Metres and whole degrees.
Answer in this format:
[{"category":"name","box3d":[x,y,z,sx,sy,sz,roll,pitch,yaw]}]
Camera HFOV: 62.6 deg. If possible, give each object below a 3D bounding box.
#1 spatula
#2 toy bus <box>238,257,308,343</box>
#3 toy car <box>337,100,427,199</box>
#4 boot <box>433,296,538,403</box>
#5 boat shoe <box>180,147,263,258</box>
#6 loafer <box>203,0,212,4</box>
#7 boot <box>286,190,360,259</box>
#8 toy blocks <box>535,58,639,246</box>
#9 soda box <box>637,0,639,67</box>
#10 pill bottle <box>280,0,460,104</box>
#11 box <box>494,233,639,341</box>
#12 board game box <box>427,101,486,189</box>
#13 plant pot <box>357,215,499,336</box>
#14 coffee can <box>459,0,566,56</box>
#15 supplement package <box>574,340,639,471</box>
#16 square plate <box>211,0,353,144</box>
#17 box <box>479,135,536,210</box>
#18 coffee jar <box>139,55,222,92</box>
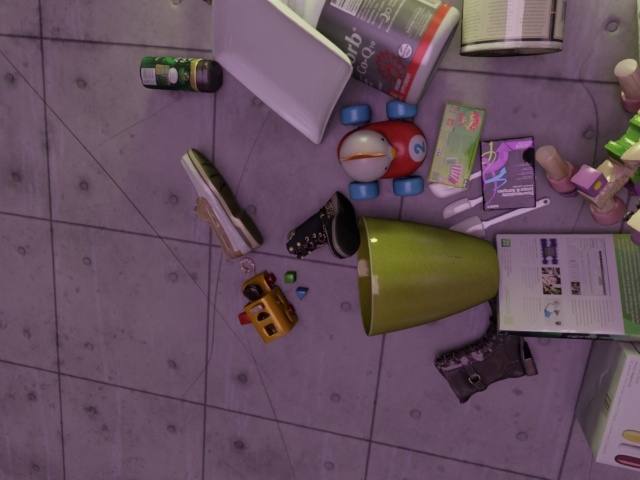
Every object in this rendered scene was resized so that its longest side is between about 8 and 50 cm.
[{"category":"spatula","box3d":[0.399,-0.102,1.240,0.242,0.019,0.168,-22,93,17]},{"category":"toy bus","box3d":[-0.150,0.169,1.390,0.202,0.104,0.191,15,107,9]},{"category":"toy car","box3d":[0.127,-0.191,1.161,0.210,0.238,0.219,-4,104,14]},{"category":"boot","box3d":[0.388,0.270,1.297,0.228,0.091,0.263,-22,100,17]},{"category":"boat shoe","box3d":[-0.274,-0.088,1.349,0.103,0.113,0.302,-31,96,13]},{"category":"loafer","box3d":[-0.270,-0.632,1.240,0.050,0.056,0.148,4,95,13]},{"category":"boot","box3d":[0.001,0.000,1.255,0.178,0.236,0.085,-37,117,23]},{"category":"toy blocks","box3d":[0.657,-0.138,1.049,0.289,0.309,0.260,-49,132,12]},{"category":"soda box","box3d":[0.655,-0.419,0.998,0.073,0.216,0.069,13,152,9]},{"category":"pill bottle","box3d":[0.088,-0.455,1.117,0.362,0.210,0.210,28,109,7]},{"category":"box","box3d":[0.557,0.100,1.170,0.321,0.058,0.232,0,68,14]},{"category":"board game box","box3d":[0.311,-0.216,1.208,0.092,0.043,0.181,13,103,10]},{"category":"plant pot","box3d":[0.244,0.075,1.210,0.293,0.275,0.275,-2,104,-2]},{"category":"coffee can","box3d":[0.382,-0.514,1.037,0.201,0.201,0.276,3,105,13]},{"category":"supplement package","box3d":[0.699,0.344,1.183,0.145,0.204,0.262,9,106,11]},{"category":"square plate","box3d":[-0.093,-0.400,1.150,0.347,0.344,0.049,40,70,1]},{"category":"box","box3d":[0.426,-0.151,1.199,0.116,0.029,0.162,-4,99,15]},{"category":"coffee jar","box3d":[-0.338,-0.406,1.290,0.184,0.096,0.079,7,108,11]}]
